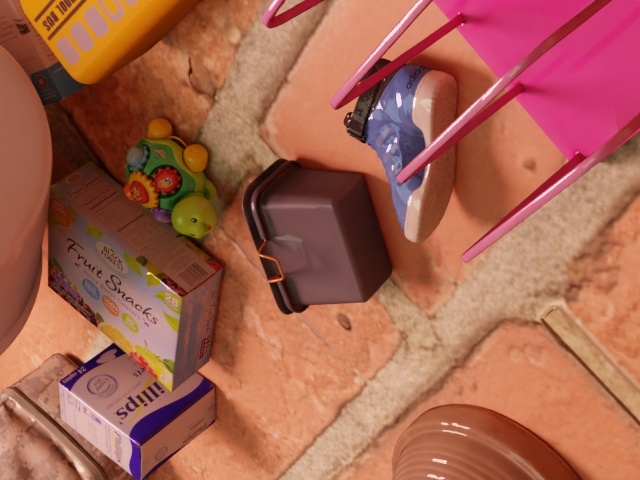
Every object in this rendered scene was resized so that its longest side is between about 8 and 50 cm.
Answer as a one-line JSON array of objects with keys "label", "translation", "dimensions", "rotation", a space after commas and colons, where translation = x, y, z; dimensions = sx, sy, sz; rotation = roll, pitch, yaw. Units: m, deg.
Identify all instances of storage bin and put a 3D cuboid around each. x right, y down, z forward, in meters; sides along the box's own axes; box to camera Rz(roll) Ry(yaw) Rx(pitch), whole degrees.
[{"label": "storage bin", "translation": [0.000, 0.000, 1.218], "dimensions": [0.091, 0.098, 0.135], "rotation": [0, 121, 36]}]

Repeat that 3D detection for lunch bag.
[{"label": "lunch bag", "translation": [-0.383, 0.341, 1.797], "dimensions": [0.212, 0.256, 0.305], "rotation": [43, 144, 14]}]

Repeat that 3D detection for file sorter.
[{"label": "file sorter", "translation": [0.094, -0.163, 0.883], "dimensions": [0.290, 0.182, 0.202], "rotation": [50, 145, 3]}]

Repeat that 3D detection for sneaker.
[{"label": "sneaker", "translation": [0.061, -0.075, 1.102], "dimensions": [0.084, 0.058, 0.152], "rotation": [21, 131, 28]}]

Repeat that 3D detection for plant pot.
[{"label": "plant pot", "translation": [0.144, 0.280, 1.277], "dimensions": [0.237, 0.110, 0.237], "rotation": [30, 140, 29]}]

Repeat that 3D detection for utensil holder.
[{"label": "utensil holder", "translation": [-0.444, -0.028, 1.415], "dimensions": [0.327, 0.327, 0.385], "rotation": [50, 159, 3]}]

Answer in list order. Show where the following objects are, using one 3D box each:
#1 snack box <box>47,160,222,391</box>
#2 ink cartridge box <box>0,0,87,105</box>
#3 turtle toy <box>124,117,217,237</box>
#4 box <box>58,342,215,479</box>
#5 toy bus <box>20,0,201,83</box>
[{"label": "snack box", "translation": [-0.209, 0.040, 1.499], "dimensions": [0.207, 0.070, 0.174], "rotation": [37, 142, 19]}, {"label": "ink cartridge box", "translation": [-0.307, -0.228, 1.385], "dimensions": [0.104, 0.060, 0.180], "rotation": [-5, 117, 51]}, {"label": "turtle toy", "translation": [-0.148, -0.053, 1.353], "dimensions": [0.130, 0.066, 0.095], "rotation": [37, 142, 21]}, {"label": "box", "translation": [-0.212, 0.188, 1.584], "dimensions": [0.137, 0.126, 0.072], "rotation": [32, 139, 25]}, {"label": "toy bus", "translation": [-0.139, -0.257, 1.129], "dimensions": [0.130, 0.108, 0.333], "rotation": [55, 145, -5]}]
